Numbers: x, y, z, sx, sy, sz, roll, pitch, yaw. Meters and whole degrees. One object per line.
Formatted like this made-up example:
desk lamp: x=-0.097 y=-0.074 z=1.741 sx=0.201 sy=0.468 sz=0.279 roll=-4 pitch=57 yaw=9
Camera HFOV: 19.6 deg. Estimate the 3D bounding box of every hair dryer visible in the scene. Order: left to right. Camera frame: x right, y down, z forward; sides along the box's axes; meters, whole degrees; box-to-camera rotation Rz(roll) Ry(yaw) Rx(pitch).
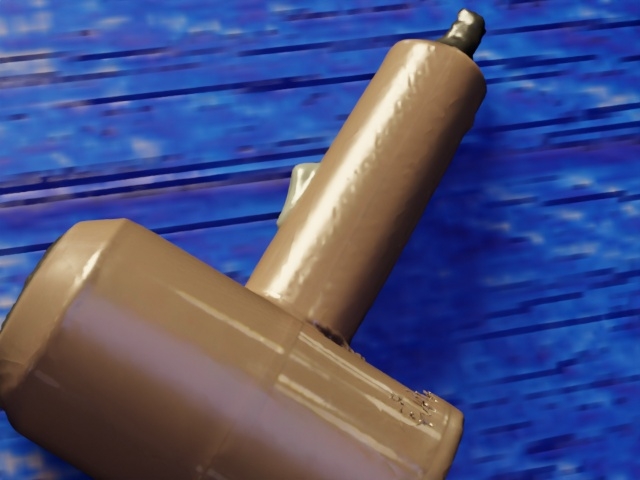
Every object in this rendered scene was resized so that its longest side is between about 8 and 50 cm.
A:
hair dryer: x=0.000 y=0.000 z=0.507 sx=0.117 sy=0.064 sz=0.182 roll=31 pitch=59 yaw=-1
